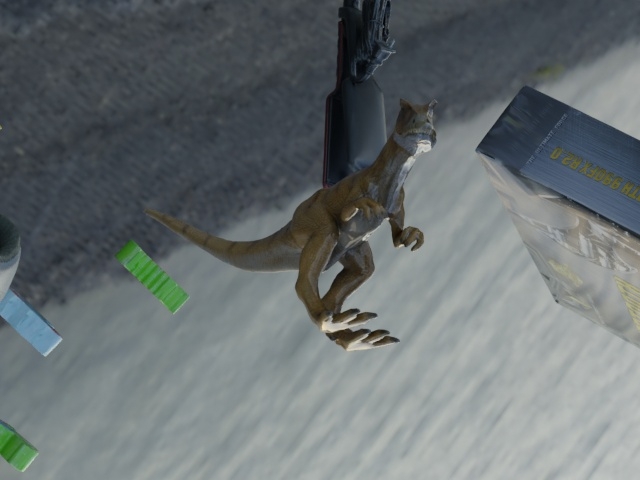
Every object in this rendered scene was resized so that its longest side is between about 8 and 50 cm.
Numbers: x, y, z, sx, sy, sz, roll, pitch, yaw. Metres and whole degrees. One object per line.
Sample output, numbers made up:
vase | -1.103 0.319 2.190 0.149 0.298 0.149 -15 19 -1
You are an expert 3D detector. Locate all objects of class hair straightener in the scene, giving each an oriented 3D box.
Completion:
hair straightener | 0.046 -0.147 1.227 0.089 0.047 0.230 -37 -141 51

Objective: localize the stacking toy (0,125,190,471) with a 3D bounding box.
stacking toy | -0.220 0.025 0.962 0.167 0.221 0.052 -48 -167 -6

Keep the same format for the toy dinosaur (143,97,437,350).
toy dinosaur | 0.000 0.000 0.748 0.064 0.112 0.211 11 151 -41

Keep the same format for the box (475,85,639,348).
box | 0.212 0.014 0.936 0.056 0.183 0.231 -53 147 -10

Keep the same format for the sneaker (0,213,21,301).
sneaker | -0.184 -0.023 0.488 0.108 0.100 0.271 -52 158 -12
